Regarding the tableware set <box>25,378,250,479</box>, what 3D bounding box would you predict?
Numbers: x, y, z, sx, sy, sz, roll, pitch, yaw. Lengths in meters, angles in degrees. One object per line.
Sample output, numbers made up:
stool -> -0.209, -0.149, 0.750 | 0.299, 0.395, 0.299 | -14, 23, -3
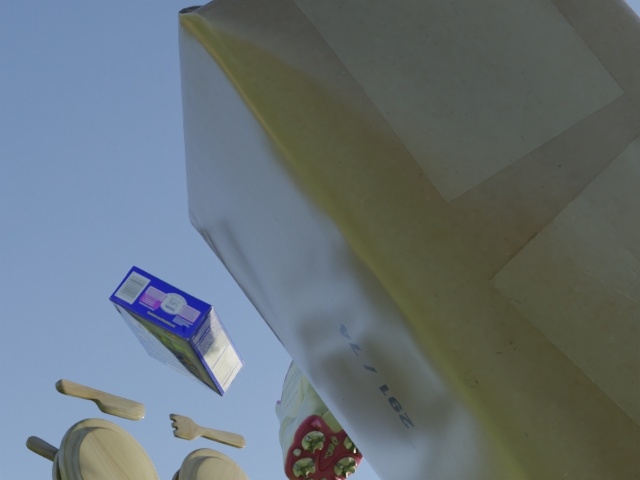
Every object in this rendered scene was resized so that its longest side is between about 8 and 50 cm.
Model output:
tableware set -> -0.115, 0.182, 0.814 | 0.039, 0.128, 0.194 | -35, -39, 24

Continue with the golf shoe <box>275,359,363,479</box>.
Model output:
golf shoe -> 0.023, 0.121, 1.287 | 0.115, 0.140, 0.306 | 16, -69, -27

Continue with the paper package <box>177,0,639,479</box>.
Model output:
paper package -> 0.084, 0.025, 0.598 | 0.168, 0.325, 0.309 | -35, -11, -15

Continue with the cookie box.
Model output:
cookie box -> -0.124, 0.080, 1.014 | 0.091, 0.040, 0.107 | 24, -25, 26
